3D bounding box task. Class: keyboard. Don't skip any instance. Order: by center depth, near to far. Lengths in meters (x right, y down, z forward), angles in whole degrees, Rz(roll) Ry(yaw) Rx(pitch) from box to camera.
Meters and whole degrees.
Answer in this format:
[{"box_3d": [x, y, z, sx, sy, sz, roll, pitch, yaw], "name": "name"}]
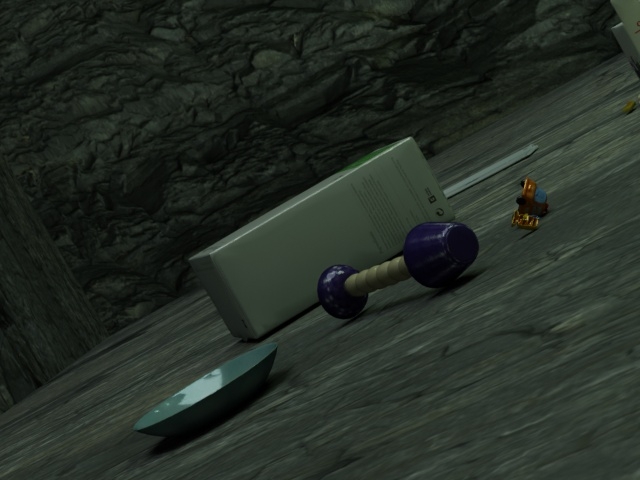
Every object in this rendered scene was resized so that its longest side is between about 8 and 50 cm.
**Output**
[{"box_3d": [0.277, -0.107, 2.649, 0.256, 0.014, 0.072, -28, 9, 28], "name": "keyboard"}]

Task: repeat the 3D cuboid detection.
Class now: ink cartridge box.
[{"box_3d": [0.479, -0.277, 2.039, 0.104, 0.181, 0.061, -30, 4, -2], "name": "ink cartridge box"}]

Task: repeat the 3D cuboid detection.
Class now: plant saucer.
[{"box_3d": [-0.125, 0.182, 1.701, 0.195, 0.037, 0.195, -31, 4, 2], "name": "plant saucer"}]

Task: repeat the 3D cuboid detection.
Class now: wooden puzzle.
[{"box_3d": [0.538, -0.237, 2.346, 0.116, 0.014, 0.078, -29, 8, 22], "name": "wooden puzzle"}]

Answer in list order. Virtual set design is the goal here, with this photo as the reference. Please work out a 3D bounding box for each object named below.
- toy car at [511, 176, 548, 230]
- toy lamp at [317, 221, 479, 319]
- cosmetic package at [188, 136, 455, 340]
[{"box_3d": [0.250, -0.026, 1.756, 0.040, 0.060, 0.122, 13, 33, 6], "name": "toy car"}, {"box_3d": [0.089, 0.033, 1.726, 0.080, 0.080, 0.275, -33, 5, -33], "name": "toy lamp"}, {"box_3d": [0.000, 0.000, 2.264, 0.365, 0.155, 0.197, -30, 5, -16], "name": "cosmetic package"}]
